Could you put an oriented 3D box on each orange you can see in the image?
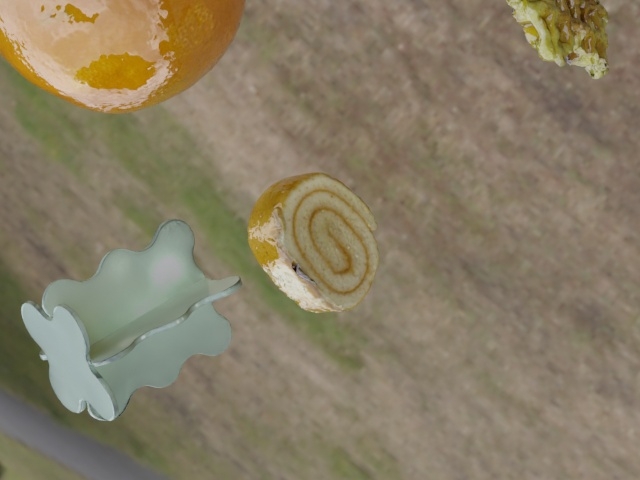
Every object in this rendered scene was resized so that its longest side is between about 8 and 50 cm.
[{"bbox_3d":[-0.227,-0.293,1.485,0.312,0.312,0.312,34,159,15],"label":"orange"}]

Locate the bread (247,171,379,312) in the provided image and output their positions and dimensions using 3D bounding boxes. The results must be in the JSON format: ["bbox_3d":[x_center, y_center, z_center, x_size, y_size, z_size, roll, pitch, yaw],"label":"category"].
[{"bbox_3d":[0.000,0.000,1.423,0.149,0.122,0.073,48,153,-21],"label":"bread"}]

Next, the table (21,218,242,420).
[{"bbox_3d":[-0.195,0.084,1.478,0.166,0.198,0.166,33,139,35],"label":"table"}]

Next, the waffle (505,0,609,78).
[{"bbox_3d":[0.279,-0.308,1.627,0.051,0.291,0.291,-13,129,31],"label":"waffle"}]
